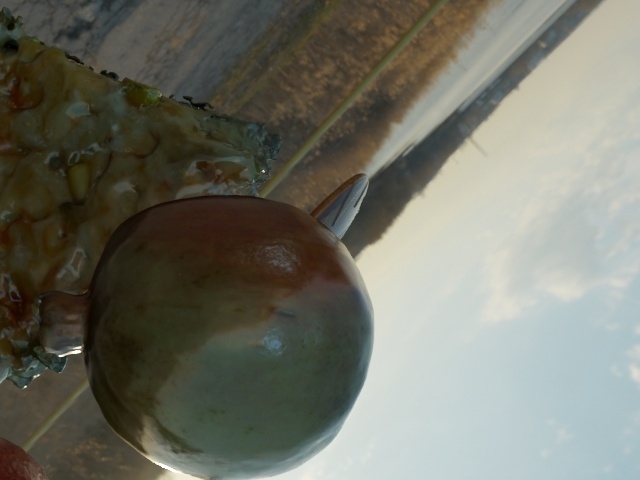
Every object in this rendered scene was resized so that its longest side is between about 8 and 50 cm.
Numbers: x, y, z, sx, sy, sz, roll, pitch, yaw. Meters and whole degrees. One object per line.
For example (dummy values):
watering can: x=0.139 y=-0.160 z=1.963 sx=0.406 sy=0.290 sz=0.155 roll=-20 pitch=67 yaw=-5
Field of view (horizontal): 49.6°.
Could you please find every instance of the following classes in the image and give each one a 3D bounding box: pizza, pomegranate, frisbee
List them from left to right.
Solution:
pizza: x=-0.311 y=-0.034 z=0.770 sx=0.392 sy=0.435 sz=0.080 roll=-65 pitch=166 yaw=-7
pomegranate: x=-0.097 y=0.073 z=0.584 sx=0.252 sy=0.270 sz=0.229 roll=37 pitch=-64 yaw=60
frisbee: x=0.000 y=0.000 z=0.835 sx=0.192 sy=0.035 sz=0.192 roll=-47 pitch=171 yaw=-10

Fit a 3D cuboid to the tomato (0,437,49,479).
tomato: x=-0.464 y=0.355 z=0.794 sx=0.176 sy=0.335 sz=0.289 roll=-29 pitch=-146 yaw=59
